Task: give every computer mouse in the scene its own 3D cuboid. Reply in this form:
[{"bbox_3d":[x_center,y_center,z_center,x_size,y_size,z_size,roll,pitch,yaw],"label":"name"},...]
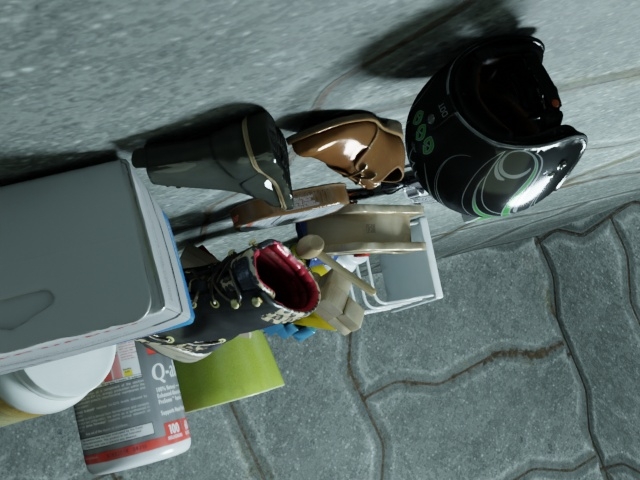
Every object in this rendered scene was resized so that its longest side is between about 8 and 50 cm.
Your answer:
[{"bbox_3d":[0.164,-0.091,1.496,0.106,0.042,0.193,-12,173,14],"label":"computer mouse"}]

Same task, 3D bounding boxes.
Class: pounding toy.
[{"bbox_3d":[0.054,0.019,1.557,0.269,0.155,0.154,0,175,-34],"label":"pounding toy"}]

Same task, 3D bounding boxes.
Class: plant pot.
[{"bbox_3d":[-0.246,0.210,2.030,0.274,0.293,0.275,-15,174,-1],"label":"plant pot"}]

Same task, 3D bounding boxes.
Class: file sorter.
[{"bbox_3d":[0.144,0.075,2.232,0.173,0.193,0.277,-9,172,-21],"label":"file sorter"}]

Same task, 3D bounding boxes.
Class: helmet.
[{"bbox_3d":[0.165,-0.100,0.891,0.169,0.169,0.161,-13,157,-14],"label":"helmet"}]

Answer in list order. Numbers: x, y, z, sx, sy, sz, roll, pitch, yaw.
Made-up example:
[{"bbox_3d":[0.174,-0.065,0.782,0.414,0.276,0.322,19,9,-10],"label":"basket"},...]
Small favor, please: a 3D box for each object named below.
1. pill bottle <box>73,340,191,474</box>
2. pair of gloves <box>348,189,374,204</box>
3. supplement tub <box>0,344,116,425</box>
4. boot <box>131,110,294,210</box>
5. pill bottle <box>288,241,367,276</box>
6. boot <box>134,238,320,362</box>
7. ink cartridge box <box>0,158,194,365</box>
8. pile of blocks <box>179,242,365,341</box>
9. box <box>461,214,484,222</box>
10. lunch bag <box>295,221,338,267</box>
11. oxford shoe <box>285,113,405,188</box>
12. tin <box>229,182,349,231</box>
[{"bbox_3d":[-0.396,0.263,1.841,0.210,0.363,0.210,-14,174,-2],"label":"pill bottle"},{"bbox_3d":[0.046,-0.070,1.546,0.074,0.010,0.083,-6,168,-40],"label":"pair of gloves"},{"bbox_3d":[-0.533,0.206,1.654,0.316,0.228,0.228,-21,171,41],"label":"supplement tub"},{"bbox_3d":[-0.103,-0.074,0.963,0.137,0.077,0.198,-11,161,5],"label":"boot"},{"bbox_3d":[0.014,0.033,1.950,0.103,0.103,0.184,-9,171,-43],"label":"pill bottle"},{"bbox_3d":[-0.204,0.076,1.424,0.284,0.138,0.377,-20,147,28],"label":"boot"},{"bbox_3d":[-0.313,0.049,1.066,0.285,0.166,0.395,-15,175,-6],"label":"ink cartridge box"},{"bbox_3d":[-0.097,0.089,1.628,0.362,0.113,0.149,13,133,7],"label":"pile of blocks"},{"bbox_3d":[0.273,-0.091,1.461,0.087,0.102,0.101,-13,172,-33],"label":"box"},{"bbox_3d":[0.000,0.000,1.651,0.065,0.098,0.067,-16,169,-11],"label":"lunch bag"},{"bbox_3d":[0.040,-0.096,1.031,0.076,0.076,0.212,-17,172,34],"label":"oxford shoe"},{"bbox_3d":[-0.045,-0.050,1.413,0.189,0.040,0.106,-12,169,-22],"label":"tin"}]
